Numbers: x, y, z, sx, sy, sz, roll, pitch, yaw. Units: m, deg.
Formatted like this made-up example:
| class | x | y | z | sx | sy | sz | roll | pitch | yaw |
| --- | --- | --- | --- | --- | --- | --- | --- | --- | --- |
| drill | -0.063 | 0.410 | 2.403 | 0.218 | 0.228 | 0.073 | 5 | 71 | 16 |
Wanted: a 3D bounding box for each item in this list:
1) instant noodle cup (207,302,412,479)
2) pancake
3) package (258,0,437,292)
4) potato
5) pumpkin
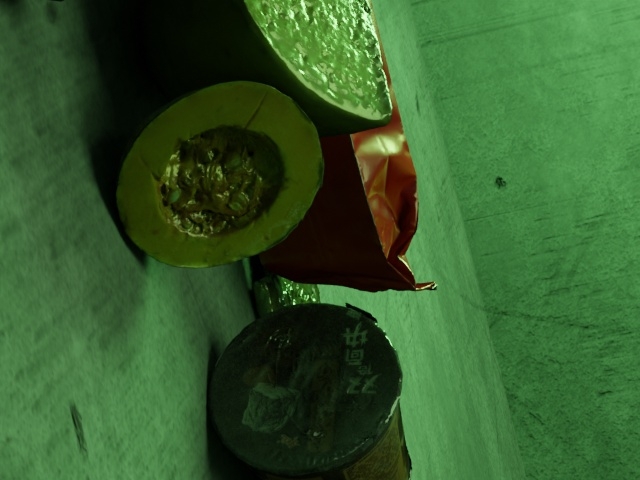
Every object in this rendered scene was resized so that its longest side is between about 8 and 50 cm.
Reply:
| class | x | y | z | sx | sy | sz | roll | pitch | yaw |
| --- | --- | --- | --- | --- | --- | --- | --- | --- | --- |
| instant noodle cup | 0.002 | 0.211 | 1.972 | 0.207 | 0.217 | 0.217 | 71 | 14 | -51 |
| pancake | -0.046 | 0.040 | 2.255 | 0.253 | 0.037 | 0.254 | -11 | 90 | -76 |
| package | -0.003 | -0.119 | 2.091 | 0.123 | 0.196 | 0.424 | -34 | 115 | -49 |
| potato | -0.108 | -0.241 | 1.877 | 0.212 | 0.280 | 0.330 | 9 | 65 | -41 |
| pumpkin | -0.115 | -0.079 | 1.790 | 0.110 | 0.217 | 0.217 | 50 | -16 | 54 |
